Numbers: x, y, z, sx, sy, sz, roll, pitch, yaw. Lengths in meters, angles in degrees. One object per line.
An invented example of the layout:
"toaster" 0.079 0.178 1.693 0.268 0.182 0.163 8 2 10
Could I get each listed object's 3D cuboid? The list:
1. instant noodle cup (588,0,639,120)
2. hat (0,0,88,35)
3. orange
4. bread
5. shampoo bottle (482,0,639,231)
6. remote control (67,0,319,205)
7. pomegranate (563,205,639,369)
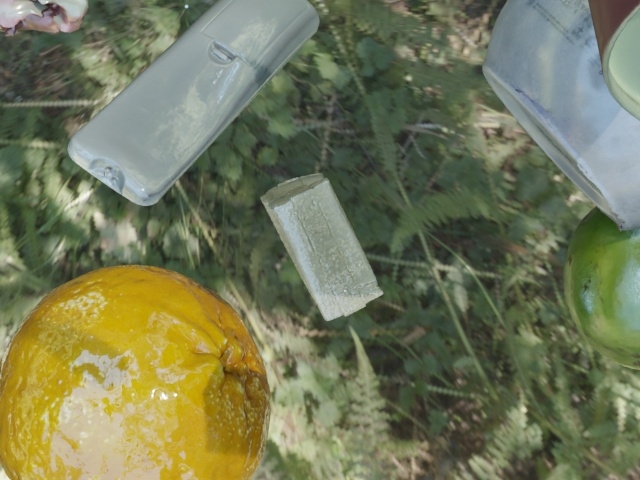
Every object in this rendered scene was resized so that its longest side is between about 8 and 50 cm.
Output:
"instant noodle cup" 0.256 -0.181 0.727 0.234 0.235 0.179 8 61 -8
"hat" -0.156 -0.172 0.497 0.236 0.286 0.107 14 135 8
"orange" -0.208 0.190 1.430 0.293 0.340 0.341 -22 104 27
"bread" 0.000 0.005 1.358 0.077 0.105 0.152 -24 99 -5
"shampoo bottle" 0.311 -0.168 1.112 0.266 0.273 0.273 -40 102 8
"remote control" -0.056 -0.084 0.606 0.050 0.184 0.027 34 137 2
"pomegranate" 0.361 0.033 1.236 0.247 0.202 0.202 -11 107 41
